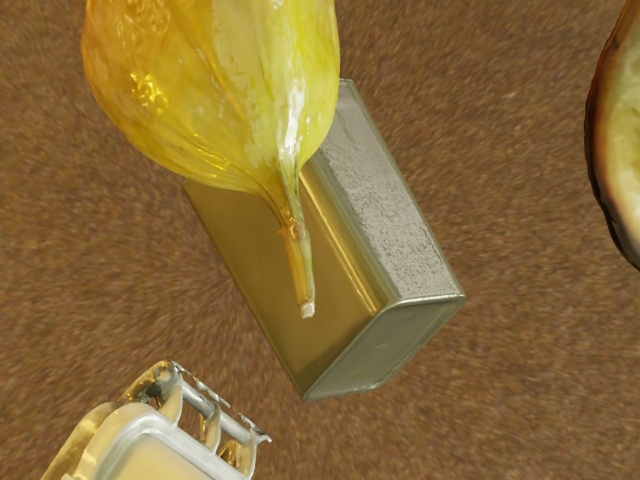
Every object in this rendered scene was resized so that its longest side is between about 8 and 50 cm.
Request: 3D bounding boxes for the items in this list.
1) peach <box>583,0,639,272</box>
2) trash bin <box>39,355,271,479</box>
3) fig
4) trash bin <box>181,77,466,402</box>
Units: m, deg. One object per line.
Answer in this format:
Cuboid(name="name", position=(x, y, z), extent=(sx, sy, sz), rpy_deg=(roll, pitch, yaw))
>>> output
Cuboid(name="peach", position=(0.171, -0.065, 0.391), extent=(0.189, 0.279, 0.068), rpy_deg=(-2, 50, 0))
Cuboid(name="trash bin", position=(-0.055, 0.297, 1.027), extent=(0.367, 0.256, 0.296), rpy_deg=(24, 74, 35))
Cuboid(name="fig", position=(-0.047, -0.072, 0.785), extent=(0.159, 0.159, 0.257), rpy_deg=(-19, 68, -4))
Cuboid(name="trash bin", position=(0.000, 0.000, 1.189), extent=(0.122, 0.164, 0.240), rpy_deg=(-3, 56, -42))
